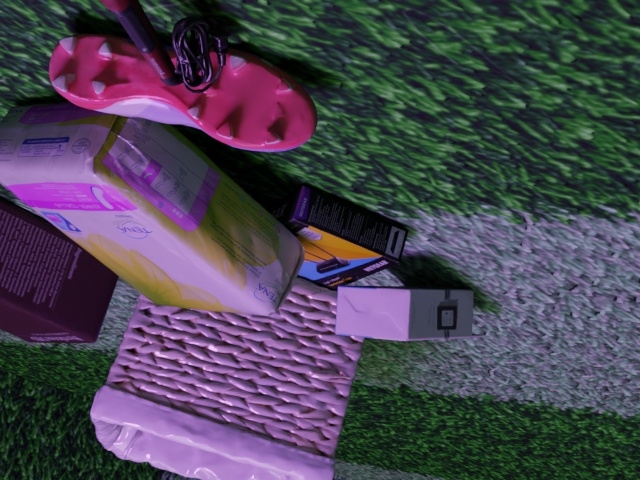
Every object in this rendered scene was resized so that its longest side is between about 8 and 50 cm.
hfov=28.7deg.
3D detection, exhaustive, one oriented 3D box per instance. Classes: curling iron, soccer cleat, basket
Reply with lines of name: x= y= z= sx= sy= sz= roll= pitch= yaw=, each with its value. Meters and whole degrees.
curling iron: x=-0.150 y=-0.207 z=0.952 sx=0.035 sy=0.068 sz=0.274 roll=47 pitch=178 yaw=41
soccer cleat: x=-0.119 y=-0.133 z=1.108 sx=0.248 sy=0.083 sz=0.095 roll=12 pitch=-177 yaw=8
basket: x=-0.123 y=0.197 z=1.745 sx=0.331 sy=0.266 sz=0.328 roll=16 pitch=162 yaw=-1

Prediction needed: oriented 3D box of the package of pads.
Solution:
package of pads: x=-0.183 y=-0.033 z=1.332 sx=0.229 sy=0.101 sz=0.296 roll=3 pitch=149 yaw=46

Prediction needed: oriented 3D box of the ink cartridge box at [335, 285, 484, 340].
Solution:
ink cartridge box: x=0.112 y=0.085 z=1.495 sx=0.104 sy=0.060 sz=0.180 roll=1 pitch=179 yaw=37

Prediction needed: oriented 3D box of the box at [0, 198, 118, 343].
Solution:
box: x=-0.492 y=0.018 z=1.748 sx=0.381 sy=0.143 sz=0.191 roll=29 pitch=158 yaw=-38

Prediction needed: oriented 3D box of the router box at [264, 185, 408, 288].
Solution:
router box: x=0.000 y=0.000 z=1.418 sx=0.133 sy=0.046 sz=0.179 roll=23 pitch=161 yaw=-17
